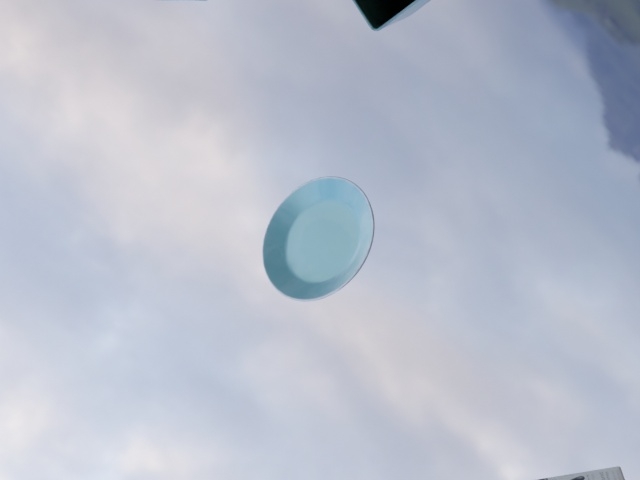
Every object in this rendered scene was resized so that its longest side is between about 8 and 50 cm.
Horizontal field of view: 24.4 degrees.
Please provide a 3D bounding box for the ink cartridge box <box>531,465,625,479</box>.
[{"bbox_3d":[0.360,0.432,2.207,0.158,0.217,0.092,-96,-6,-60],"label":"ink cartridge box"}]

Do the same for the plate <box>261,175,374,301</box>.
[{"bbox_3d":[0.000,0.000,2.096,0.024,0.188,0.188,34,-155,-50],"label":"plate"}]

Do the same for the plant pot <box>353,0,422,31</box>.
[{"bbox_3d":[0.122,-0.382,1.845,0.166,0.165,0.234,57,-156,1],"label":"plant pot"}]
